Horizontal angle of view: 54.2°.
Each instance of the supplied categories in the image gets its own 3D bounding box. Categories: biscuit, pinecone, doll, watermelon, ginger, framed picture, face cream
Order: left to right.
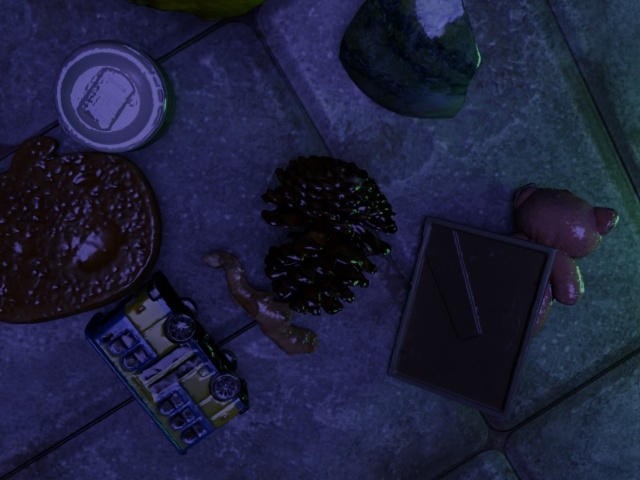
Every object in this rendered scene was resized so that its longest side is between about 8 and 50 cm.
[{"bbox_3d":[-0.461,-0.024,1.084,0.367,0.063,0.314,-16,86,1],"label":"biscuit"},{"bbox_3d":[-0.334,-0.234,1.035,0.177,0.153,0.177,-1,101,-6],"label":"face cream"},{"bbox_3d":[-0.108,0.118,1.171,0.089,0.075,0.288,-33,109,22],"label":"ginger"},{"bbox_3d":[-0.001,-0.001,1.092,0.246,0.246,0.292,13,113,-10],"label":"pinecone"},{"bbox_3d":[0.170,-0.330,1.093,0.176,0.256,0.260,-31,97,-47],"label":"watermelon"},{"bbox_3d":[0.278,0.144,1.185,0.247,0.022,0.335,16,101,23],"label":"framed picture"},{"bbox_3d":[0.431,0.050,1.205,0.156,0.201,0.303,7,108,-46],"label":"doll"}]

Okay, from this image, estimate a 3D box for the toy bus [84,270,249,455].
[{"bbox_3d":[-0.269,0.216,1.132,0.175,0.138,0.288,-35,103,-2],"label":"toy bus"}]

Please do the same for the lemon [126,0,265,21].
[{"bbox_3d":[-0.174,-0.505,0.912,0.350,0.350,0.387,41,83,-13],"label":"lemon"}]
